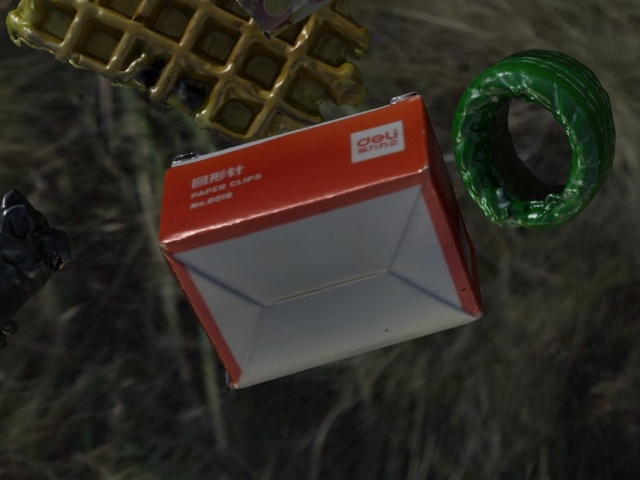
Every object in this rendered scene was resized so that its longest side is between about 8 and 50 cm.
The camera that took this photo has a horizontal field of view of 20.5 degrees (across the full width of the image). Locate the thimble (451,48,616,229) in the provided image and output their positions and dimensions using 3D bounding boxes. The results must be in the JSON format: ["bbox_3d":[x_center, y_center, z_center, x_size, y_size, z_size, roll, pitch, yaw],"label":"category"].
[{"bbox_3d":[0.163,-0.075,1.340,0.118,0.090,0.130,14,115,18],"label":"thimble"}]

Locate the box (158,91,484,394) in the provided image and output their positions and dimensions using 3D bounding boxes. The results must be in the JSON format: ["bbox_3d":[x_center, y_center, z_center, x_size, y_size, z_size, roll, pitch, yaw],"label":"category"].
[{"bbox_3d":[0.000,0.000,1.130,0.182,0.099,0.133,-17,124,11],"label":"box"}]

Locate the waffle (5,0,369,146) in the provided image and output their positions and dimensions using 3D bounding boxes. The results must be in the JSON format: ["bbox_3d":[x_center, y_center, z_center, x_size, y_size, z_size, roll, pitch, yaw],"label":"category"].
[{"bbox_3d":[-0.099,-0.191,1.432,0.309,0.065,0.283,-18,91,2],"label":"waffle"}]

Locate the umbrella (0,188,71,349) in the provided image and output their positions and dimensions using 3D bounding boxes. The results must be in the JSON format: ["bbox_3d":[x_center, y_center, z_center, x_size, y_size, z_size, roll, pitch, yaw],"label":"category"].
[{"bbox_3d":[-0.302,0.075,1.467,0.110,0.272,0.122,14,132,12],"label":"umbrella"}]

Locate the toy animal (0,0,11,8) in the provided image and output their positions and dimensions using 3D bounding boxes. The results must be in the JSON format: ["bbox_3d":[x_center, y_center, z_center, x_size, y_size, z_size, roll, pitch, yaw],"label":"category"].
[{"bbox_3d":[-0.241,-0.360,1.526,0.358,0.188,0.226,-34,104,3],"label":"toy animal"}]

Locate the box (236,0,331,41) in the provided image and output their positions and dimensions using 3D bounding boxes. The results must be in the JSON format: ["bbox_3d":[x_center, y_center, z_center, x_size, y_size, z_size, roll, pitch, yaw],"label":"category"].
[{"bbox_3d":[0.030,-0.224,1.327,0.207,0.041,0.050,-29,125,23],"label":"box"}]
